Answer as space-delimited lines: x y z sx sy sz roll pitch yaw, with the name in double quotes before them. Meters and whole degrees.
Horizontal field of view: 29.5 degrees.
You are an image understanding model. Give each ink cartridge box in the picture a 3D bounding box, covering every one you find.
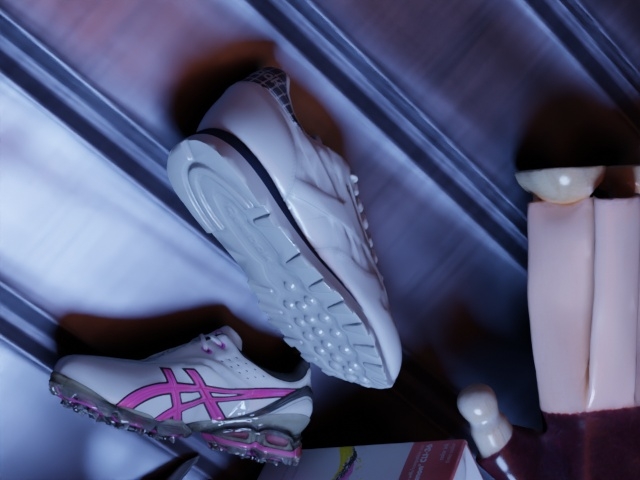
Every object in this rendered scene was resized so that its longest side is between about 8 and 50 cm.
"ink cartridge box" 0.024 0.207 0.862 0.198 0.067 0.115 -9 121 29

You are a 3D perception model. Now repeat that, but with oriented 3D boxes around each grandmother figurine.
"grandmother figurine" 0.194 0.119 0.858 0.208 0.104 0.342 -4 92 -11

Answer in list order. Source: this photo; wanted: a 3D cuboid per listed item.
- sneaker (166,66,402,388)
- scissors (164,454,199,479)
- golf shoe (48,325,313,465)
"sneaker" 0.000 0.000 0.793 0.095 0.090 0.235 -54 127 -35
"scissors" -0.185 0.265 0.820 0.297 0.021 0.109 -32 109 -27
"golf shoe" -0.090 0.095 0.815 0.186 0.067 0.086 17 80 -29
